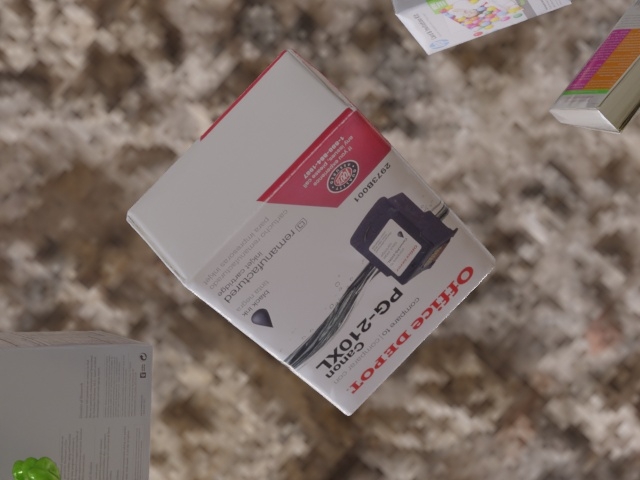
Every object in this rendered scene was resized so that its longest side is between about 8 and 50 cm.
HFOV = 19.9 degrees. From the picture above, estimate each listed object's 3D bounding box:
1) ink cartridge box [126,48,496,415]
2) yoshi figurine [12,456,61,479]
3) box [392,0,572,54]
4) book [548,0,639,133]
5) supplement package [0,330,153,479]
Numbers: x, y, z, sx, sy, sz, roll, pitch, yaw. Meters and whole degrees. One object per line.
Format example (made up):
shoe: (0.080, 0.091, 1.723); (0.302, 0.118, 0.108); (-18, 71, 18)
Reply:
ink cartridge box: (0.000, 0.000, 1.348); (0.100, 0.172, 0.237); (45, -178, 42)
yoshi figurine: (-0.288, 0.344, 2.006); (0.203, 0.362, 0.203); (-141, 42, -86)
box: (0.189, -0.287, 2.137); (0.145, 0.186, 0.038); (37, -142, -67)
book: (0.275, -0.164, 1.631); (0.035, 0.144, 0.096); (43, 170, -22)
supplement package: (-0.376, 0.223, 2.349); (0.263, 0.199, 0.198); (1, -177, -29)
